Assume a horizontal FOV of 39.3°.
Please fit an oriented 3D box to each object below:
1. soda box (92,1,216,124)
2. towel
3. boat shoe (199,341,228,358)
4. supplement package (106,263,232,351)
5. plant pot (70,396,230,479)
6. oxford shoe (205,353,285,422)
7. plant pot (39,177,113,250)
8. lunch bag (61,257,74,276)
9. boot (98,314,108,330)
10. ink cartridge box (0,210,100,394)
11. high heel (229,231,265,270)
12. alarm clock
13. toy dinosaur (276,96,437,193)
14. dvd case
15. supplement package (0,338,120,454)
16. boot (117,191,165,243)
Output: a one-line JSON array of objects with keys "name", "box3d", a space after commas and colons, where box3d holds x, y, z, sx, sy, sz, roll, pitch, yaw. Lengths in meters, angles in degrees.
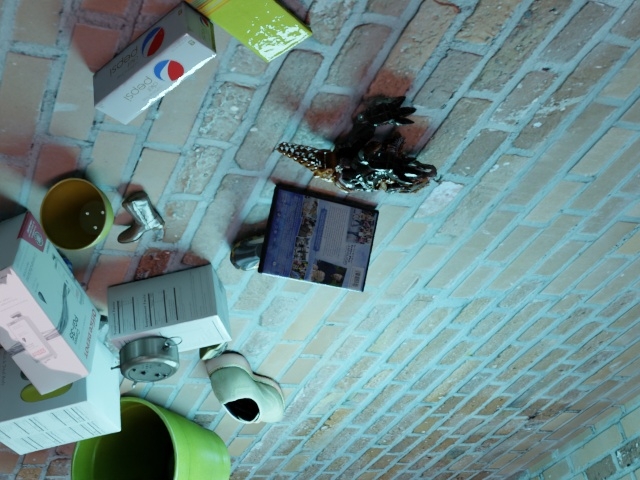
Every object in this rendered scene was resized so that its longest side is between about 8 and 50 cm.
[{"name": "soda box", "box3d": [-0.264, -0.277, 1.417, 0.216, 0.074, 0.069, -31, 142, 28]}, {"name": "towel", "box3d": [-0.122, -0.361, 1.386, 0.102, 0.021, 0.237, -25, 146, 29]}, {"name": "boat shoe", "box3d": [-0.256, 0.256, 2.244, 0.049, 0.056, 0.152, 5, 153, -31]}, {"name": "supplement package", "box3d": [-0.337, 0.165, 2.003, 0.244, 0.134, 0.139, -12, 148, 2]}, {"name": "plant pot", "box3d": [-0.447, 0.641, 2.540, 0.366, 0.366, 0.353, -25, 156, 21]}, {"name": "oxford shoe", "box3d": [-0.199, 0.447, 2.455, 0.140, 0.146, 0.397, -23, 146, 13]}, {"name": "plant pot", "box3d": [-0.443, -0.046, 1.683, 0.134, 0.134, 0.095, -18, 174, 11]}, {"name": "lunch bag", "box3d": [-0.564, 0.072, 1.864, 0.098, 0.065, 0.067, -9, 162, -5]}, {"name": "boot", "box3d": [-0.624, 0.186, 1.987, 0.263, 0.091, 0.229, -13, 155, 1]}, {"name": "ink cartridge box", "box3d": [-0.547, 0.120, 1.720, 0.117, 0.207, 0.283, -22, 121, 6]}, {"name": "high heel", "box3d": [-0.062, 0.004, 1.930, 0.261, 0.093, 0.186, -13, 180, -27]}, {"name": "alarm clock", "box3d": [-0.363, 0.257, 1.958, 0.129, 0.064, 0.192, 18, 135, -38]}, {"name": "toy dinosaur", "box3d": [0.082, -0.140, 1.671, 0.322, 0.164, 0.218, -17, 170, -32]}, {"name": "dvd case", "box3d": [0.000, 0.000, 1.840, 0.253, 0.180, 0.022, 12, 178, -31]}, {"name": "supplement package", "box3d": [-0.642, 0.363, 2.152, 0.263, 0.199, 0.198, -14, 146, 5]}, {"name": "boot", "box3d": [-0.372, -0.046, 1.765, 0.106, 0.037, 0.114, -26, 149, -1]}]
